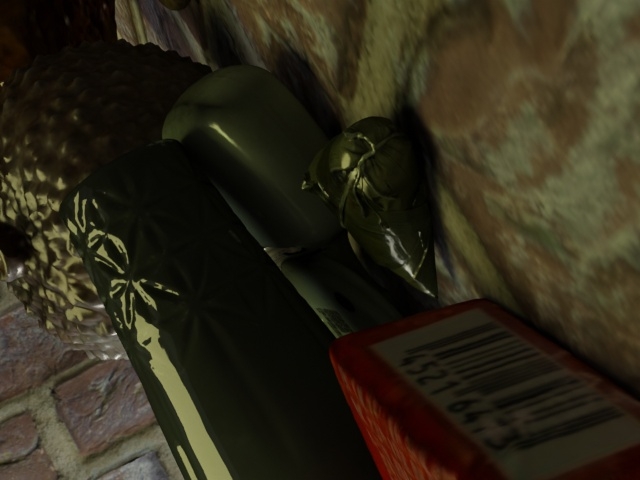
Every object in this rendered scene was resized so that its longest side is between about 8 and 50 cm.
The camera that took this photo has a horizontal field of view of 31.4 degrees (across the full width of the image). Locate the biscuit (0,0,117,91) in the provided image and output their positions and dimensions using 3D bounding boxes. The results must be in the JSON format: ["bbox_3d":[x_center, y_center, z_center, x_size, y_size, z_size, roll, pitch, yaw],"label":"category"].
[{"bbox_3d":[-0.331,-0.254,1.237,0.343,0.166,0.395,74,-172,-56],"label":"biscuit"}]

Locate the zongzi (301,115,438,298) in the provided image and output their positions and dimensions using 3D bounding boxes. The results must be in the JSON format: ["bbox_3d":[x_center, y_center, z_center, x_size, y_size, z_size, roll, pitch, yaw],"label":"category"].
[{"bbox_3d":[0.047,-0.015,0.660,0.119,0.055,0.109,51,169,-3],"label":"zongzi"}]

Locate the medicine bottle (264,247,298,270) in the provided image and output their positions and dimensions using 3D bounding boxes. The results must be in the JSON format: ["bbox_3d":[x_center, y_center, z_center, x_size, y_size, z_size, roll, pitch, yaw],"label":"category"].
[{"bbox_3d":[-0.034,0.039,1.174,0.089,0.057,0.057,62,170,1],"label":"medicine bottle"}]

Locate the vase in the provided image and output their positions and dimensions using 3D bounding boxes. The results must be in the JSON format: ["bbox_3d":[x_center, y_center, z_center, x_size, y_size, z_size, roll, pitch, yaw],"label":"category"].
[{"bbox_3d":[-0.064,0.081,0.802,0.301,0.156,0.251,57,175,4],"label":"vase"}]

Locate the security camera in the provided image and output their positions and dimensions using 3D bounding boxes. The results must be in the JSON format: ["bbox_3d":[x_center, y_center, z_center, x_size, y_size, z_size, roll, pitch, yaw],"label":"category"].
[{"bbox_3d":[0.000,0.000,0.863,0.301,0.080,0.157,54,158,-17],"label":"security camera"}]

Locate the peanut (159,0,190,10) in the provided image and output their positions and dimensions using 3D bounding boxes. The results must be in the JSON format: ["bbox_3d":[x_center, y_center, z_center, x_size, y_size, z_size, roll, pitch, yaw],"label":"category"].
[{"bbox_3d":[-0.141,-0.245,1.021,0.037,0.037,0.083,49,160,51],"label":"peanut"}]

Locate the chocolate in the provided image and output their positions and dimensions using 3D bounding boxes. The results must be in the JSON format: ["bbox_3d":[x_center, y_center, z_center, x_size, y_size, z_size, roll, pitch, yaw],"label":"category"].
[{"bbox_3d":[0.121,0.163,0.601,0.235,0.108,0.237,66,168,-20],"label":"chocolate"}]

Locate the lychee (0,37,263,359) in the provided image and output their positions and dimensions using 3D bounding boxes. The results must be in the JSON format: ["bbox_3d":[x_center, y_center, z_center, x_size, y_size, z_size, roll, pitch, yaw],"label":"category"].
[{"bbox_3d":[-0.171,-0.035,1.016,0.300,0.300,0.300,59,169,18],"label":"lychee"}]
